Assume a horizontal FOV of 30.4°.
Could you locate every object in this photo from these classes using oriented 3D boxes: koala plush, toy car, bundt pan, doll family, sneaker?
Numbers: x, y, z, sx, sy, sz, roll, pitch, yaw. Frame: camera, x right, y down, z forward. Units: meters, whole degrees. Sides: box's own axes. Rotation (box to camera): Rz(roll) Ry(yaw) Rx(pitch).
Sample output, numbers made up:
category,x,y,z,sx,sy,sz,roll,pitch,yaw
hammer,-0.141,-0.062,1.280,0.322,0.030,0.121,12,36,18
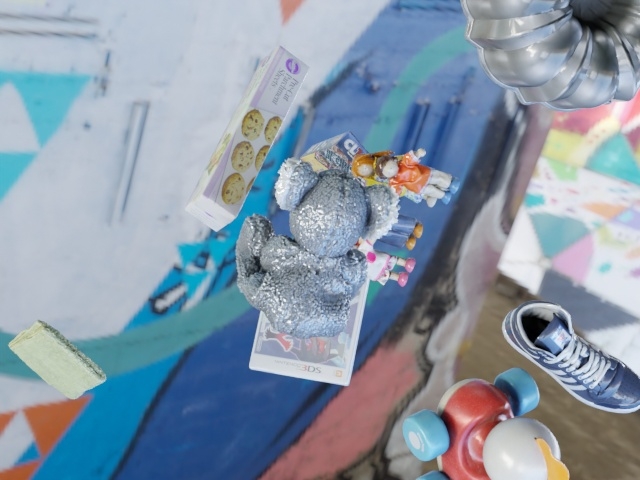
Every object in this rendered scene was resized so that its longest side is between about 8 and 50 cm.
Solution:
category,x,y,z,sx,sy,sz,roll,pitch,yaw
koala plush,0.000,0.000,1.594,0.196,0.221,0.203,20,-153,-10
toy car,0.283,0.332,1.763,0.219,0.210,0.238,-19,-159,-26
bundt pan,0.356,-0.324,1.548,0.331,0.331,0.124,11,-169,-14
doll family,0.096,-0.054,1.915,0.163,0.263,0.118,18,-156,-18
sneaker,0.444,0.201,2.041,0.282,0.099,0.153,32,169,11

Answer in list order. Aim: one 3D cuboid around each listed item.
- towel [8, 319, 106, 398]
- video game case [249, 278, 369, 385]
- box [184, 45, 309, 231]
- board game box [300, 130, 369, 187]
category,x,y,z,sx,sy,sz,roll,pitch,yaw
towel,-0.422,0.192,1.897,0.148,0.110,0.027,44,-137,-17
video game case,-0.019,0.144,2.088,0.183,0.201,0.023,8,166,15
box,-0.109,-0.160,1.801,0.067,0.063,0.324,36,-126,-17
board game box,0.059,-0.132,2.368,0.165,0.042,0.243,48,166,-11
